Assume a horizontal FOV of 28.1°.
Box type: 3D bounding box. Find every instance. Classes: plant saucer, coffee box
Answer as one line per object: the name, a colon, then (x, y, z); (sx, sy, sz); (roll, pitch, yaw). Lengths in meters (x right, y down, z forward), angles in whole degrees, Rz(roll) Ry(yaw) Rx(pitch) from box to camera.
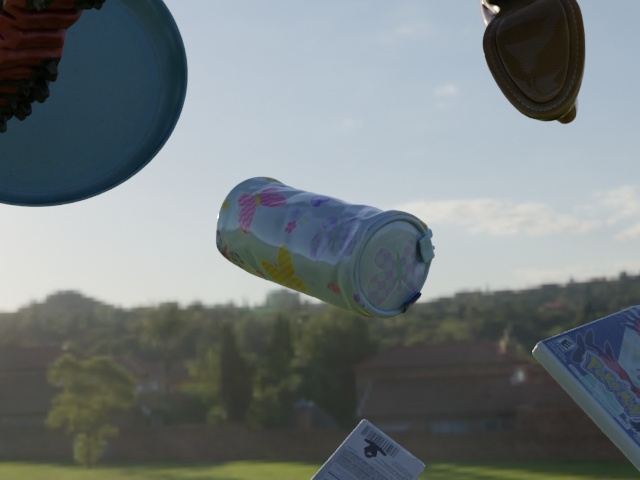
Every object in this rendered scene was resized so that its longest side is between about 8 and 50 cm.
plant saucer: (-0.302, -0.176, 1.363); (0.317, 0.318, 0.044); (-2, -20, -11)
coffee box: (0.011, 0.320, 1.437); (0.098, 0.141, 0.246); (37, 24, 8)

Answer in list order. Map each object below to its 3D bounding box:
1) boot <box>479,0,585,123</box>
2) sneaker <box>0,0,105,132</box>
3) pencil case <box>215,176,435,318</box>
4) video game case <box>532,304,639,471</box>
boot: (0.170, -0.132, 0.971); (0.073, 0.197, 0.152); (-16, -38, 13)
sneaker: (-0.288, -0.210, 1.168); (0.097, 0.135, 0.276); (-10, -30, -48)
pencil case: (0.000, 0.000, 1.421); (0.124, 0.113, 0.273); (-44, 35, -24)
video game case: (0.357, 0.164, 1.391); (0.183, 0.201, 0.023); (-15, -39, -38)
